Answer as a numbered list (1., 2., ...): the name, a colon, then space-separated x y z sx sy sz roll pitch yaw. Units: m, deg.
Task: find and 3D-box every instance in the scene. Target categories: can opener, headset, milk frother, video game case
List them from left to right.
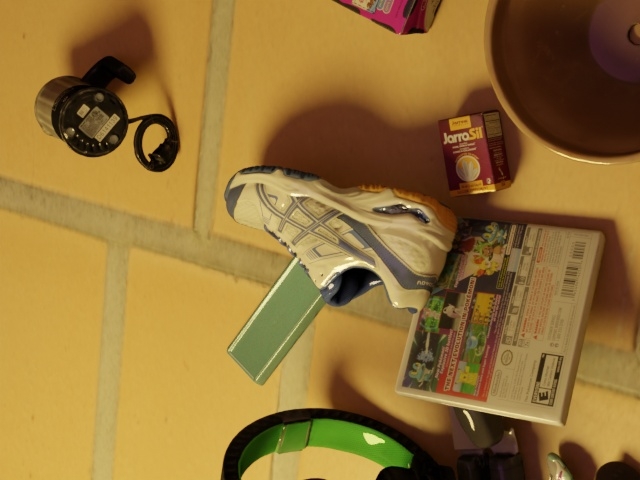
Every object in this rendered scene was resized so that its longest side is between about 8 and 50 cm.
1. milk frother: -0.263 -0.142 1.472 0.143 0.129 0.135 61 165 -25
2. headset: 0.041 0.331 1.239 0.394 0.243 0.185 47 135 51
3. can opener: 0.171 0.256 1.272 0.076 0.095 0.283 -8 88 33
4. video game case: 0.183 0.077 1.221 0.183 0.023 0.201 7 74 31

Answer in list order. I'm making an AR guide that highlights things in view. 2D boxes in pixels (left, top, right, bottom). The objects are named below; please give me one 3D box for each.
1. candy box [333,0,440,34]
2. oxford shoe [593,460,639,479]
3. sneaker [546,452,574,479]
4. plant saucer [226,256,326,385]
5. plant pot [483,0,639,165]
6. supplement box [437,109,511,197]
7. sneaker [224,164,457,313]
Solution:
1. candy box: 0.035 -0.337 1.257 0.233 0.071 0.159 32 115 22
2. oxford shoe: 0.328 0.330 1.211 0.076 0.076 0.212 117 133 -68
3. sneaker: 0.242 0.279 1.254 0.069 0.038 0.098 -25 84 5
4. plant saucer: -0.048 0.091 1.424 0.067 0.018 0.192 45 120 17
5. plant pot: 0.281 -0.192 1.110 0.237 0.110 0.237 7 103 30
6. supplement box: 0.161 -0.090 1.243 0.055 0.043 0.083 -9 94 34
7. sneaker: 0.000 0.000 1.291 0.296 0.112 0.131 11 81 38
